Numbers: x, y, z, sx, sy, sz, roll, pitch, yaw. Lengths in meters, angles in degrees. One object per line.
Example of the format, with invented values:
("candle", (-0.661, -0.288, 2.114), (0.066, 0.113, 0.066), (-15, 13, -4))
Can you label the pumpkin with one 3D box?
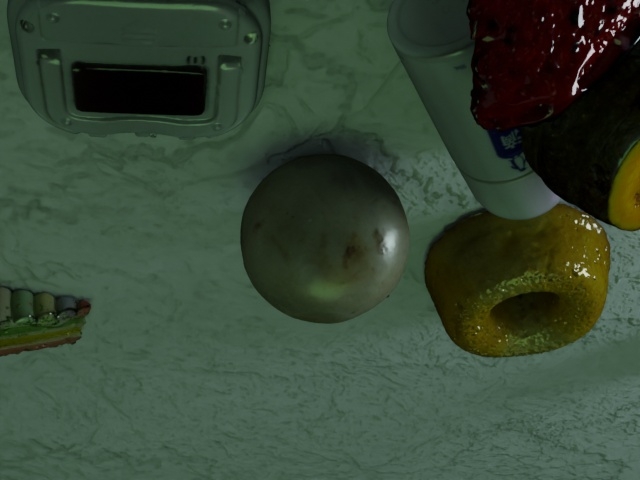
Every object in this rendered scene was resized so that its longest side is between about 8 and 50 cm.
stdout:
("pumpkin", (0.372, -0.138, 1.175), (0.317, 0.139, 0.221), (-9, 136, -27))

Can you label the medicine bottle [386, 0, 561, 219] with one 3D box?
("medicine bottle", (0.188, -0.143, 1.228), (0.130, 0.130, 0.341), (-16, 144, 16))

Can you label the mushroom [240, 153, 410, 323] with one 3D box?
("mushroom", (0.000, 0.000, 1.384), (0.207, 0.207, 0.215), (2, 175, -10))

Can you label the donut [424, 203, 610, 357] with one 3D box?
("donut", (0.279, 0.069, 1.562), (0.278, 0.108, 0.277), (-3, 145, -2))

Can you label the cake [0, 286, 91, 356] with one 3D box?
("cake", (-0.446, 0.108, 1.598), (0.225, 0.090, 0.109), (-6, 148, -32))

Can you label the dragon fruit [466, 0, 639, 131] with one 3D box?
("dragon fruit", (0.225, -0.284, 1.010), (0.282, 0.100, 0.343), (-15, 121, -17))

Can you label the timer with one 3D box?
("timer", (-0.182, -0.194, 1.151), (0.262, 0.087, 0.237), (1, 145, -7))
